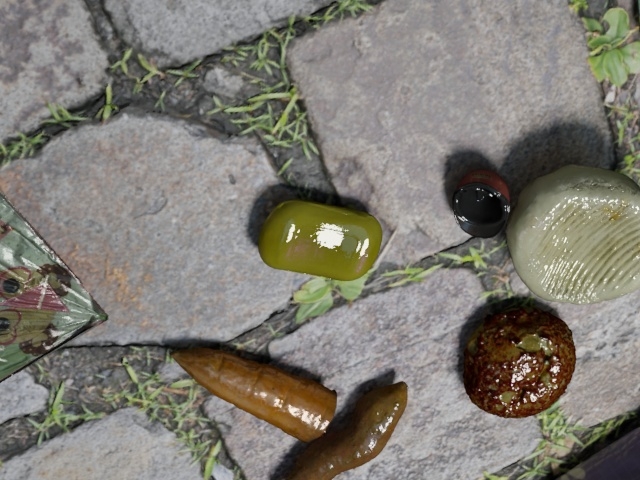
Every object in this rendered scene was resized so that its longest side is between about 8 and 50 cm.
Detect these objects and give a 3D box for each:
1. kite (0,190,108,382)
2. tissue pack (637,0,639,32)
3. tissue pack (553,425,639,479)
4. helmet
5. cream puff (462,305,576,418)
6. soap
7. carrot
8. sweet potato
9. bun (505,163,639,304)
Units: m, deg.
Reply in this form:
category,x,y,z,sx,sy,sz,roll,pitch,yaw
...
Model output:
category,x,y,z,sx,sy,sz,roll,pitch,yaw
kite,-0.360,0.066,1.476,0.268,0.013,0.322,6,115,-19
tissue pack,0.432,-0.349,1.382,0.228,0.128,0.310,-19,122,-6
tissue pack,0.377,0.403,1.794,0.344,0.125,0.242,-36,121,7
helmet,0.182,-0.048,1.533,0.065,0.049,0.084,10,137,11
cream puff,0.240,0.151,1.641,0.149,0.084,0.149,-7,119,-13
soap,0.000,-0.001,1.513,0.140,0.045,0.089,11,118,-22
carrot,-0.083,0.167,1.581,0.205,0.072,0.072,25,110,-18
sweet potato,0.030,0.251,1.656,0.218,0.051,0.065,-43,79,11
bun,0.298,-0.015,1.552,0.183,0.102,0.183,2,128,3
